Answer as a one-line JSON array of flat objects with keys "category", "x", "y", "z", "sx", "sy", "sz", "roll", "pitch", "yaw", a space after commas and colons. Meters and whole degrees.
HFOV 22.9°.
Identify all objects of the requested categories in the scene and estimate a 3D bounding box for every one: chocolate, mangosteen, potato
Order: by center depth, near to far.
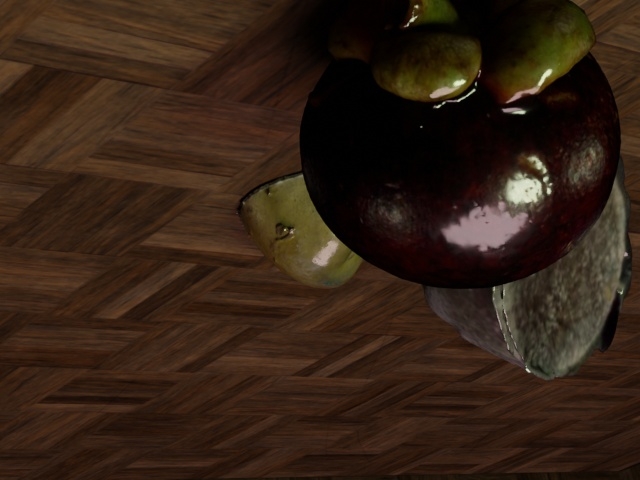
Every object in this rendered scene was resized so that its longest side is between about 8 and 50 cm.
[{"category": "mangosteen", "x": 0.129, "y": -0.119, "z": 1.492, "sx": 0.306, "sy": 0.307, "sz": 0.347, "roll": -12, "pitch": 133, "yaw": -2}, {"category": "chocolate", "x": 0.220, "y": 0.009, "z": 1.916, "sx": 0.213, "sy": 0.303, "sz": 0.303, "roll": 11, "pitch": 179, "yaw": 41}, {"category": "potato", "x": 0.000, "y": 0.000, "z": 1.946, "sx": 0.182, "sy": 0.117, "sz": 0.202, "roll": -16, "pitch": 159, "yaw": 0}]
